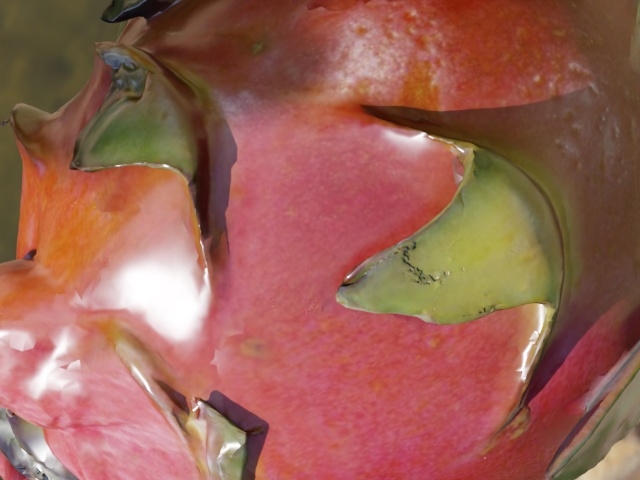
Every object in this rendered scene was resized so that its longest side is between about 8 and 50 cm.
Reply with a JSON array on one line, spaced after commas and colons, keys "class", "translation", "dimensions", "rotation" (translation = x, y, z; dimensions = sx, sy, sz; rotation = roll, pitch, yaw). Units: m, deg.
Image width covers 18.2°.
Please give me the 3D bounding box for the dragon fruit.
[{"class": "dragon fruit", "translation": [0.005, -0.003, 0.598], "dimensions": [0.224, 0.227, 0.224], "rotation": [24, 140, 22]}]
